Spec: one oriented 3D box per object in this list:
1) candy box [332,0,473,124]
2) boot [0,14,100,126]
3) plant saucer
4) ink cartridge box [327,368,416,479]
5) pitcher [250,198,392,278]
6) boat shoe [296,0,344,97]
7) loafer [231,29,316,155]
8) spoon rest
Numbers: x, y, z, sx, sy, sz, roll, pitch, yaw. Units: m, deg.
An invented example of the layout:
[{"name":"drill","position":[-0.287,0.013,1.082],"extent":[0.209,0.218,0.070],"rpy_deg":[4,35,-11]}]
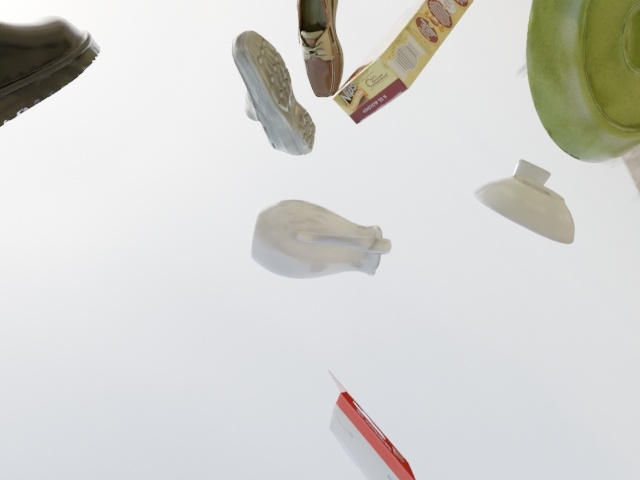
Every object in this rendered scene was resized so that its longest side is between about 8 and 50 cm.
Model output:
[{"name":"candy box","position":[0.173,-0.403,1.086],"extent":[0.087,0.183,0.316],"rpy_deg":[44,-117,-15]},{"name":"boot","position":[-0.399,-0.247,0.531],"extent":[0.348,0.131,0.260],"rpy_deg":[-75,-35,-53]},{"name":"plant saucer","position":[0.302,-0.196,0.507],"extent":[0.240,0.037,0.241],"rpy_deg":[-7,-75,-27]},{"name":"ink cartridge box","position":[0.075,0.324,0.783],"extent":[0.189,0.066,0.232],"rpy_deg":[40,166,43]},{"name":"pitcher","position":[0.000,0.000,0.795],"extent":[0.207,0.178,0.126],"rpy_deg":[8,-98,-3]},{"name":"boat shoe","position":[-0.014,-0.560,1.428],"extent":[0.120,0.122,0.324],"rpy_deg":[-47,-45,-57]},{"name":"loafer","position":[-0.104,-0.271,1.013],"extent":[0.319,0.111,0.112],"rpy_deg":[58,-144,-57]},{"name":"spoon rest","position":[0.288,-0.051,0.731],"extent":[0.137,0.084,0.276],"rpy_deg":[29,-155,13]}]
